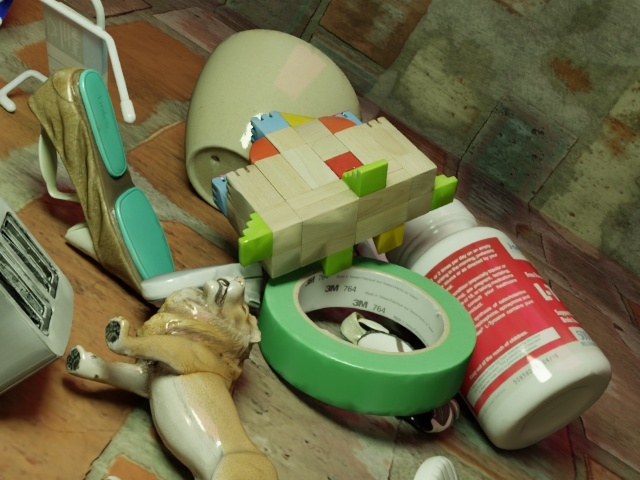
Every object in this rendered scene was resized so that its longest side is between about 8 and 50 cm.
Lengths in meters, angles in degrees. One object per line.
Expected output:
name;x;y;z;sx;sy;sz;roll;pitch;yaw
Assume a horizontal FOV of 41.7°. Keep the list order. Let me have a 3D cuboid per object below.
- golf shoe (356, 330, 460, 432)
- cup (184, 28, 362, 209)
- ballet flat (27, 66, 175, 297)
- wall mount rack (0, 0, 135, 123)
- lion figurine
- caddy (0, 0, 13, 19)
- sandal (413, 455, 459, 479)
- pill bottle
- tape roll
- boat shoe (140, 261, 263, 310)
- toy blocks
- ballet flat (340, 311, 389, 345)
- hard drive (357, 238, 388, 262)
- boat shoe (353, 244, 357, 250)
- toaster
golf shoe;0.125;0.215;1.293;0.198;0.077;0.094;40;23;20
cup;-0.116;-0.180;1.537;0.331;0.331;0.237;32;49;-4
ballet flat;-0.310;-0.063;1.155;0.116;0.124;0.343;-58;131;-67
wall mount rack;-0.381;-0.236;1.326;0.304;0.350;0.130;33;57;8
lion figurine;-0.130;0.202;0.927;0.240;0.142;0.392;22;37;-45
caddy;-0.620;-0.480;1.510;0.179;0.241;0.341;22;24;-10
sandal;0.074;0.352;0.882;0.102;0.170;0.416;-3;12;20
pill bottle;0.282;0.127;1.435;0.229;0.229;0.408;9;39;-46
tape roll;0.068;0.131;1.258;0.321;0.077;0.321;11;26;-5
boat shoe;-0.150;0.078;1.167;0.258;0.095;0.084;-5;87;-61
toy blocks;-0.015;-0.106;1.316;0.381;0.191;0.261;-23;50;-24
ballet flat;0.108;0.178;1.378;0.168;0.052;0.057;35;21;3
hard drive;0.188;0.064;1.743;0.233;0.047;0.353;21;25;-28
boat shoe;0.000;0.000;1.538;0.094;0.109;0.302;36;24;13
toaster;-0.340;0.061;0.847;0.186;0.110;0.168;59;4;-26
